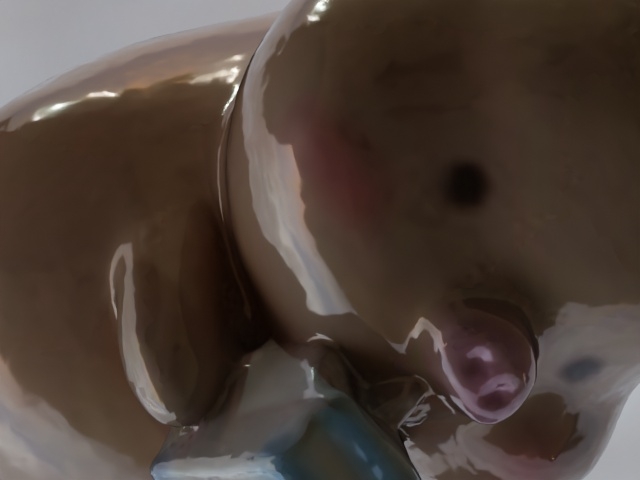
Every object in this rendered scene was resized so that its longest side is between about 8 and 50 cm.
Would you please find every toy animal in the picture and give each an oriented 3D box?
[{"bbox_3d":[0.003,0.000,0.422,0.195,0.256,0.213,60,-142,-31],"label":"toy animal"}]
